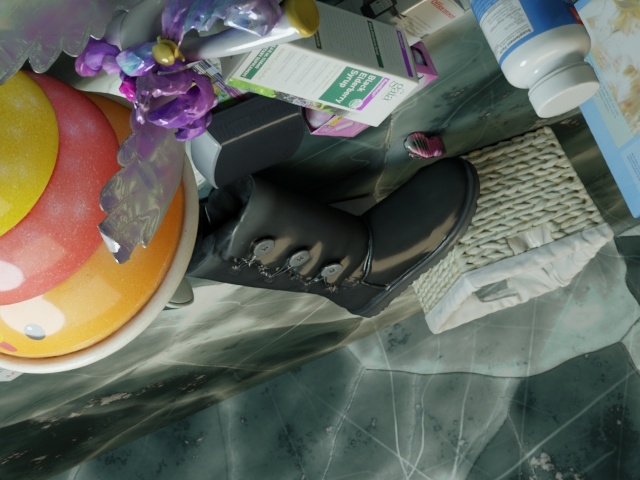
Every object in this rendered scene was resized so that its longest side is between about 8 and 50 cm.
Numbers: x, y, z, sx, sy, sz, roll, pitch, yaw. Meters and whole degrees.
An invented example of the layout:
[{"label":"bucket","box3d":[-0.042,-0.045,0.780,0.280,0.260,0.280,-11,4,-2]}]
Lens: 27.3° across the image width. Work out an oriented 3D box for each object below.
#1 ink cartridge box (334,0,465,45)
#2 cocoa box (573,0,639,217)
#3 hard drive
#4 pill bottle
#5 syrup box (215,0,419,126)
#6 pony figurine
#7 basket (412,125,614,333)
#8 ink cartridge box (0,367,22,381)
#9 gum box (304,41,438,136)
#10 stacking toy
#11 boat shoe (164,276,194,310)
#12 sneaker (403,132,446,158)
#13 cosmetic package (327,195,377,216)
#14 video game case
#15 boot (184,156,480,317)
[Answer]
[{"label":"ink cartridge box","box3d":[0.099,-0.298,1.725,0.150,0.063,0.109,-29,163,19]},{"label":"cocoa box","box3d":[0.551,-0.244,2.028,0.228,0.347,0.231,-10,160,-38]},{"label":"hard drive","box3d":[-0.101,-0.146,1.910,0.172,0.054,0.255,-23,171,-10]},{"label":"pill bottle","box3d":[0.284,-0.281,1.756,0.124,0.221,0.124,-22,165,-6]},{"label":"syrup box","box3d":[-0.003,-0.226,1.622,0.237,0.096,0.093,13,140,-33]},{"label":"pony figurine","box3d":[-0.155,-0.199,1.285,0.363,0.303,0.351,-21,-154,33]},{"label":"basket","box3d":[0.348,-0.014,2.647,0.328,0.266,0.331,-19,163,-15]},{"label":"ink cartridge box","box3d":[-0.541,0.129,2.091,0.226,0.131,0.306,-31,162,23]},{"label":"gum box","box3d":[0.072,-0.226,1.928,0.188,0.062,0.107,-34,162,32]},{"label":"stacking toy","box3d":[-0.366,-0.081,1.373,0.350,0.351,0.480,-26,154,8]},{"label":"boat shoe","box3d":[-0.327,0.092,2.340,0.079,0.095,0.254,-34,160,27]},{"label":"sneaker","box3d":[0.174,-0.161,2.338,0.057,0.047,0.119,-20,167,32]},{"label":"cosmetic package","box3d":[0.000,0.000,2.492,0.238,0.107,0.127,-15,161,-32]},{"label":"video game case","box3d":[-0.135,-0.214,1.746,0.183,0.023,0.201,-26,165,9]},{"label":"boot","box3d":[0.017,-0.045,2.244,0.445,0.146,0.367,20,117,-40]}]
